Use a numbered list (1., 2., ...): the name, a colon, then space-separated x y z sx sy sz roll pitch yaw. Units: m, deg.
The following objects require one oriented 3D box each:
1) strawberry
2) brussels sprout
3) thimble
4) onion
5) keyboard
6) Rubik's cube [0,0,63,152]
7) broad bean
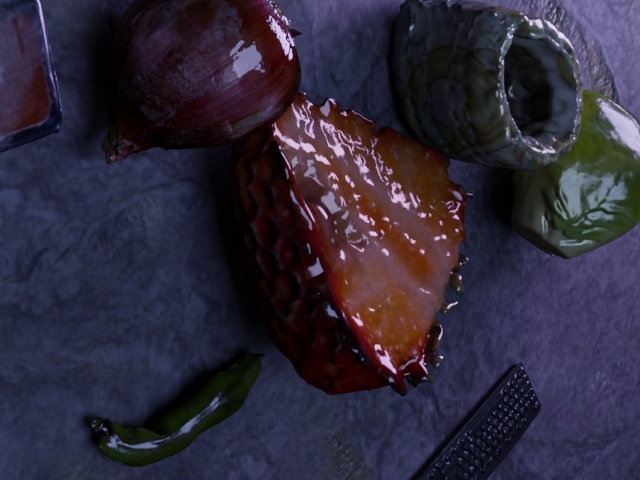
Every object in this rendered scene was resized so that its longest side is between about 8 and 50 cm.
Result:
1. strawberry: 0.003 0.018 1.502 0.280 0.150 0.253 23 64 -42
2. brussels sprout: 0.280 -0.068 1.736 0.161 0.144 0.180 25 85 -47
3. thimble: 0.161 -0.160 1.600 0.137 0.143 0.190 -44 127 -26
4. onion: -0.111 -0.136 1.352 0.195 0.159 0.159 -41 128 -4
5. keyboard: 0.160 0.244 1.793 0.250 0.017 0.087 -45 126 -27
6. Rubik's cube: -0.397 -0.192 0.930 0.344 0.337 0.344 -22 117 -38
7. broad bean: -0.123 0.160 1.483 0.195 0.046 0.061 -19 116 -37
